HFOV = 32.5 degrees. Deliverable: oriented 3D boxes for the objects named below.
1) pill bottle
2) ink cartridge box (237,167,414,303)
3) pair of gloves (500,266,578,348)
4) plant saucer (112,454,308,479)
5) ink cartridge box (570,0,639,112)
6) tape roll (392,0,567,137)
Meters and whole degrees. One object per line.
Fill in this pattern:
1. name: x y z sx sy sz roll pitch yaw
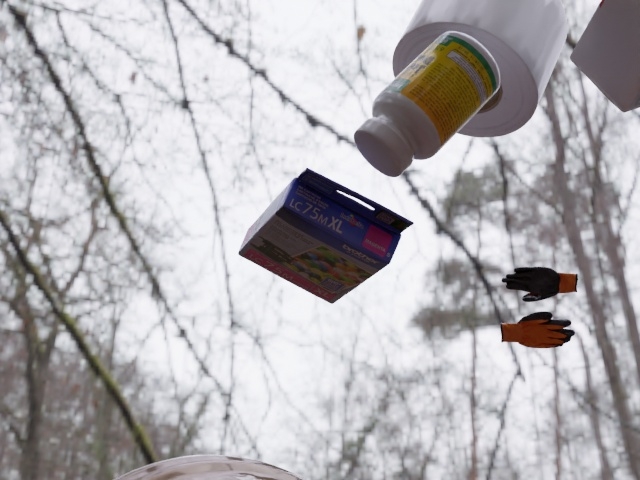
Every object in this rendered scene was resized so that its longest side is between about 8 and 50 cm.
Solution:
1. pill bottle: 0.146 -0.187 1.535 0.117 0.208 0.118 39 -19 17
2. ink cartridge box: 0.000 0.000 1.685 0.185 0.065 0.311 28 -26 -10
3. pair of gloves: 0.214 0.066 1.080 0.074 0.010 0.083 2 -78 8
4. plant saucer: -0.039 0.244 0.550 0.277 0.278 0.041 22 -31 -28
5. ink cartridge box: 0.538 -0.330 1.557 0.306 0.131 0.226 -18 -32 -30
6. tape roll: 0.258 -0.309 1.773 0.246 0.169 0.246 19 -34 14
